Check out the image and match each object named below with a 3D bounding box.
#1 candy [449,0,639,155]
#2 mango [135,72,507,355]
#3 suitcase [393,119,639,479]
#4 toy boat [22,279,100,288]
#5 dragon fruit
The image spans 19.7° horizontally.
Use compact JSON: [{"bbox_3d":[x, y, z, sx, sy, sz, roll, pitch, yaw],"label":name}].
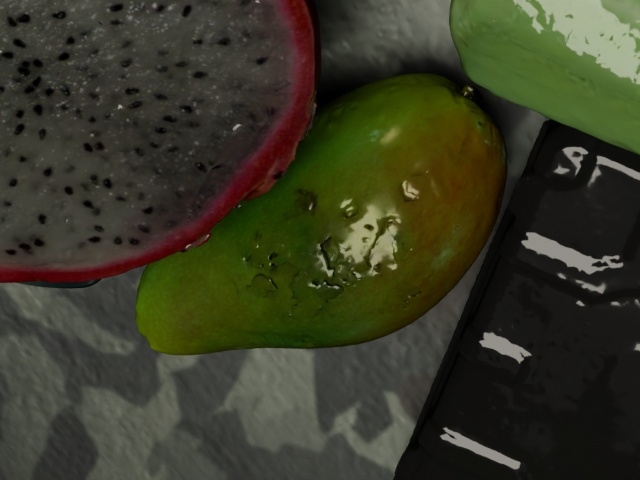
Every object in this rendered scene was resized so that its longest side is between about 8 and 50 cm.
[{"bbox_3d":[0.225,-0.069,0.878,0.343,0.132,0.142,26,151,8],"label":"candy"},{"bbox_3d":[0.000,0.000,0.993,0.233,0.125,0.111,-32,126,19],"label":"mango"},{"bbox_3d":[0.170,0.083,1.006,0.206,0.066,0.285,24,117,7],"label":"suitcase"},{"bbox_3d":[-0.183,-0.005,1.087,0.141,0.055,0.060,19,122,10],"label":"toy boat"},{"bbox_3d":[-0.153,-0.147,0.934,0.305,0.226,0.305,-6,133,-6],"label":"dragon fruit"}]
